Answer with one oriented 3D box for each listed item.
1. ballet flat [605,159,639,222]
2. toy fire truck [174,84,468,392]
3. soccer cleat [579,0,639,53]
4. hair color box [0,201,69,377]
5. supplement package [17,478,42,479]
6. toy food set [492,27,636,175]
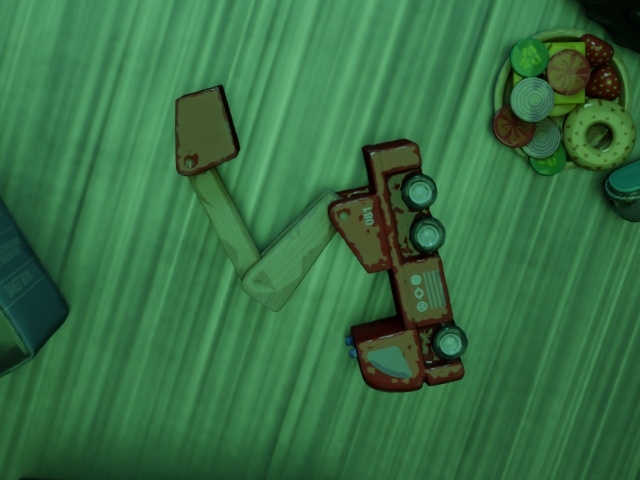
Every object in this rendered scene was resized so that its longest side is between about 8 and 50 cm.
[{"bbox_3d":[0.218,-0.042,0.650,0.114,0.041,0.041,-25,99,1],"label":"ballet flat"},{"bbox_3d":[0.000,0.000,0.635,0.135,0.047,0.192,-12,99,-1],"label":"toy fire truck"},{"bbox_3d":[0.154,-0.250,0.586,0.116,0.108,0.318,-36,108,-28],"label":"soccer cleat"},{"bbox_3d":[-0.312,-0.063,0.577,0.185,0.113,0.374,-31,98,2],"label":"hair color box"},{"bbox_3d":[-0.085,0.251,0.615,0.203,0.149,0.194,4,98,-3],"label":"supplement package"},{"bbox_3d":[0.138,-0.079,0.644,0.082,0.020,0.083,-3,99,-2],"label":"toy food set"}]
